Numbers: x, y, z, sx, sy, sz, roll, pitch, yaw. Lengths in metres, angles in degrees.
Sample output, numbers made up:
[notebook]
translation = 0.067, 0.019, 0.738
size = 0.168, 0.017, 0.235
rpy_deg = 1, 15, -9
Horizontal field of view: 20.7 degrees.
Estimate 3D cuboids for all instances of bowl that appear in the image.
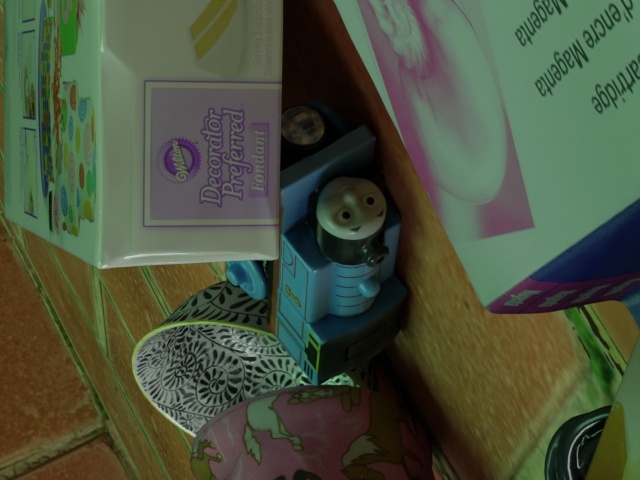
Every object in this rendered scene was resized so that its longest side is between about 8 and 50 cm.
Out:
[bowl]
translation = -0.031, 0.073, 1.146
size = 0.170, 0.170, 0.080
rpy_deg = 84, -160, -52

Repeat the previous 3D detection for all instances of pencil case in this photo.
[pencil case]
translation = 0.003, 0.271, 1.003
size = 0.160, 0.167, 0.386
rpy_deg = 51, -150, -49

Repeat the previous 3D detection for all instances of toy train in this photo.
[toy train]
translation = 0.000, 0.000, 0.991
size = 0.105, 0.080, 0.184
rpy_deg = 49, 158, 23

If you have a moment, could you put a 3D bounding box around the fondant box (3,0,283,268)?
[fondant box]
translation = -0.109, -0.118, 0.974
size = 0.330, 0.096, 0.238
rpy_deg = -163, 73, -72

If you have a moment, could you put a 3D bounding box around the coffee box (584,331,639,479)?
[coffee box]
translation = 0.135, 0.046, 0.334
size = 0.141, 0.098, 0.246
rpy_deg = 46, 129, 49

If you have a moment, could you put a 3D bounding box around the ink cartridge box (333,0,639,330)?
[ink cartridge box]
translation = 0.085, -0.083, 0.563
size = 0.330, 0.071, 0.324
rpy_deg = 64, 165, 8

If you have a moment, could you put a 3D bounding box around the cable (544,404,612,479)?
[cable]
translation = 0.161, 0.151, 0.743
size = 0.184, 0.047, 0.150
rpy_deg = 47, 151, 50
